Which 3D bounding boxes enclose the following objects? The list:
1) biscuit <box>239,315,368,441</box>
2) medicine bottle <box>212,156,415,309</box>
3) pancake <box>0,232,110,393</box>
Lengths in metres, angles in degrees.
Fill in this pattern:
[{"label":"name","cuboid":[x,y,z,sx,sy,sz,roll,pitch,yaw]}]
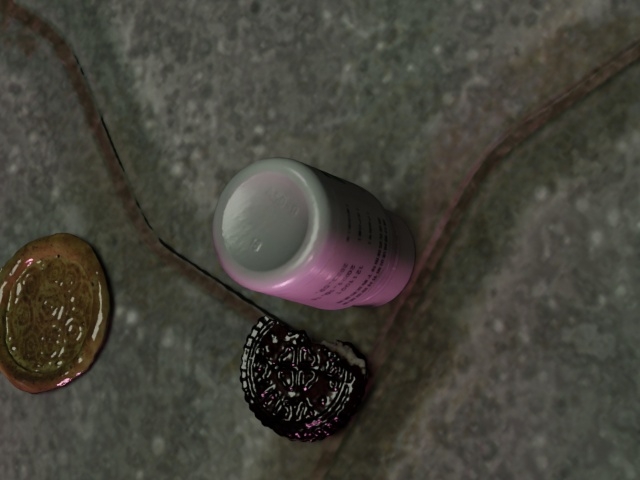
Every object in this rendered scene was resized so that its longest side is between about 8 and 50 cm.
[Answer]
[{"label":"biscuit","cuboid":[-0.012,0.084,1.143,0.087,0.027,0.089,-30,66,23]},{"label":"medicine bottle","cuboid":[0.000,0.000,1.092,0.080,0.130,0.080,-6,78,29]},{"label":"pancake","cuboid":[-0.191,0.050,1.263,0.115,0.011,0.114,-8,74,29]}]
